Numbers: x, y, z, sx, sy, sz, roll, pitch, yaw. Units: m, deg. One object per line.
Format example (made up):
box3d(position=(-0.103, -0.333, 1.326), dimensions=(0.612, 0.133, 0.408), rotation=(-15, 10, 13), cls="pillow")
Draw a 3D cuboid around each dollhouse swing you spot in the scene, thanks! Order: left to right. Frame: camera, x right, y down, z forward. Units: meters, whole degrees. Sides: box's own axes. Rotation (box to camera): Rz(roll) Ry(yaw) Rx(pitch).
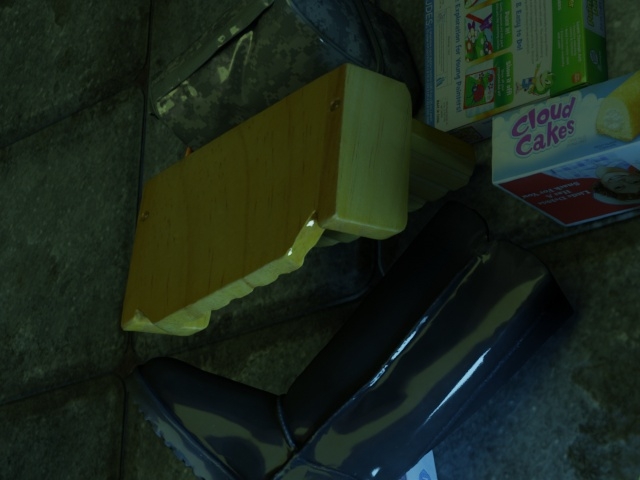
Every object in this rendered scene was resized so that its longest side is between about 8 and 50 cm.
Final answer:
box3d(position=(0.000, 0.000, 1.749), dimensions=(0.346, 0.305, 0.315), rotation=(-27, 43, 34), cls="dollhouse swing")

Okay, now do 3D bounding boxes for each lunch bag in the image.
box3d(position=(-0.053, -0.223, 1.969), dimensions=(0.305, 0.256, 0.213), rotation=(-36, 51, 29), cls="lunch bag")

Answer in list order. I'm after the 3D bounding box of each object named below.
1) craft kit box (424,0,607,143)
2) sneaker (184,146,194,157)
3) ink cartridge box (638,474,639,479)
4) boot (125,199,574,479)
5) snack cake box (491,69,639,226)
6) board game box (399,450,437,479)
box3d(position=(0.241, -0.264, 1.843), dimensions=(0.246, 0.061, 0.250), rotation=(-19, 61, 42), cls="craft kit box")
box3d(position=(-0.150, -0.160, 2.167), dimensions=(0.084, 0.083, 0.215), rotation=(14, 82, 48), cls="sneaker")
box3d(position=(0.438, 0.232, 1.277), dimensions=(0.198, 0.273, 0.115), rotation=(11, 78, 46), cls="ink cartridge box")
box3d(position=(0.025, 0.122, 1.725), dimensions=(0.367, 0.146, 0.445), rotation=(41, 92, 29), cls="boot")
box3d(position=(0.338, -0.105, 1.606), dimensions=(0.264, 0.152, 0.089), rotation=(-16, 62, 40), cls="snack cake box")
box3d(position=(0.007, 0.338, 1.810), dimensions=(0.318, 0.066, 0.319), rotation=(-30, 54, 33), cls="board game box")
